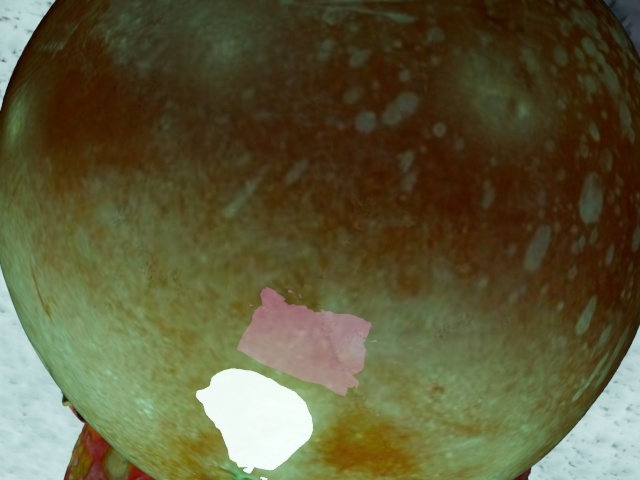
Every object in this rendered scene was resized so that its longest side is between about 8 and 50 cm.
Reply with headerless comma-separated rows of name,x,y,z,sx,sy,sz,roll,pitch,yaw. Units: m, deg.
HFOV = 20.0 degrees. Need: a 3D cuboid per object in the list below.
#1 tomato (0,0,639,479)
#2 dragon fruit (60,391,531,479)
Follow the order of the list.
tomato,0.000,0.000,0.713,0.270,0.223,0.270,6,141,5
dragon fruit,-0.020,0.111,0.905,0.274,0.126,0.161,-6,106,-4
